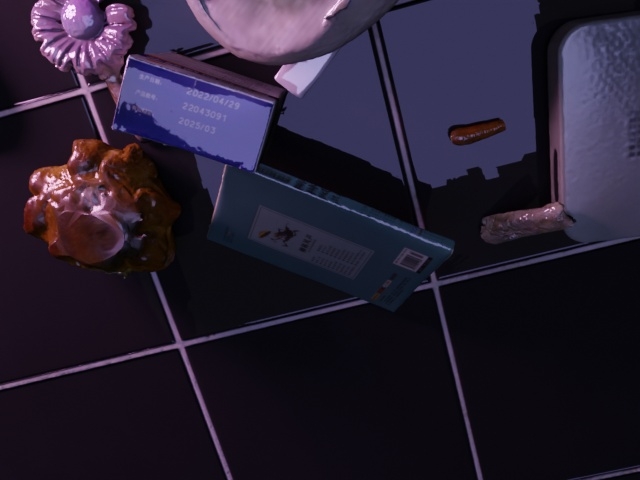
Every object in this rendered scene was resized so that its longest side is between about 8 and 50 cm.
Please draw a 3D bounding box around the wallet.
[{"bbox_3d":[-0.018,-0.298,1.152,0.061,0.025,0.122,36,107,-12],"label":"wallet"}]

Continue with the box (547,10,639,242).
[{"bbox_3d":[0.568,-0.192,1.142,0.373,0.090,0.367,-7,110,3],"label":"box"}]

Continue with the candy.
[{"bbox_3d":[-0.034,-0.462,1.010,0.386,0.186,0.427,37,112,2],"label":"candy"}]

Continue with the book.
[{"bbox_3d":[0.000,0.000,1.170,0.379,0.031,0.264,22,148,-6],"label":"book"}]

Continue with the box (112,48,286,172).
[{"bbox_3d":[-0.165,-0.200,1.043,0.200,0.299,0.106,17,106,-5],"label":"box"}]

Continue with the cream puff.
[{"bbox_3d":[-0.359,-0.046,1.179,0.269,0.155,0.241,42,104,-10],"label":"cream puff"}]

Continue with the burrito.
[{"bbox_3d":[0.348,-0.029,1.192,0.171,0.042,0.051,-11,113,50],"label":"burrito"}]

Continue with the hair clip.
[{"bbox_3d":[-0.353,-0.294,1.138,0.173,0.069,0.300,-25,106,10],"label":"hair clip"}]

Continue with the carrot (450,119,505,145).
[{"bbox_3d":[0.266,-0.183,1.182,0.093,0.032,0.032,-15,108,1],"label":"carrot"}]
